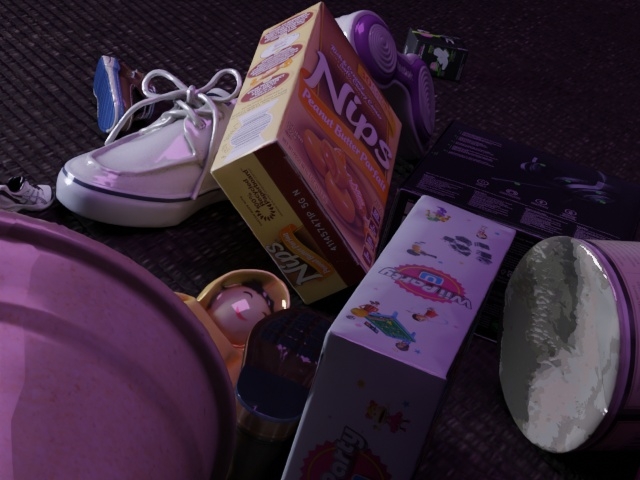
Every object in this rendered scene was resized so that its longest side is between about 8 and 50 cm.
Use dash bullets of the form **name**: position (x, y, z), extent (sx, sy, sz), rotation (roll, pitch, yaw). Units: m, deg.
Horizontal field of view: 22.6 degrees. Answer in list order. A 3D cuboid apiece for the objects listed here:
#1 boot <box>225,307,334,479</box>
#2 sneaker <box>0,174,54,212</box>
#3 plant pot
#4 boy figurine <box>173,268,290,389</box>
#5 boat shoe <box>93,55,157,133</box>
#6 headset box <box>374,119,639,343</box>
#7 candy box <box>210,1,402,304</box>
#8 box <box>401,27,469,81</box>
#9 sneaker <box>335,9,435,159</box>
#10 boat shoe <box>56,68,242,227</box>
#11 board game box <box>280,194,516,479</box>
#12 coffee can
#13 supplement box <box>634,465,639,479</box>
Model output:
- **boot**: position (-0.041, 0.136, 1.337), extent (0.082, 0.106, 0.219), rotation (24, 24, 7)
- **sneaker**: position (-0.304, -0.050, 1.651), extent (0.032, 0.037, 0.083), rotation (27, 25, 27)
- **plant pot**: position (-0.214, 0.204, 0.889), extent (0.333, 0.334, 0.305), rotation (11, 36, -11)
- **boy figurine**: position (-0.125, 0.104, 1.356), extent (0.285, 0.092, 0.177), rotation (-20, 62, -46)
- **boat shoe**: position (-0.232, -0.177, 1.925), extent (0.066, 0.066, 0.183), rotation (10, 25, -16)
- **headset box**: position (0.214, -0.006, 1.757), extent (0.246, 0.131, 0.283), rotation (20, 25, 9)
- **candy box**: position (-0.006, -0.100, 1.702), extent (0.087, 0.183, 0.316), rotation (-23, 27, 23)
- **box**: position (0.171, -0.279, 2.403), extent (0.083, 0.052, 0.062), rotation (10, 25, -15)
- **sneaker**: position (0.047, -0.190, 1.969), extent (0.152, 0.114, 0.305), rotation (-5, -25, 24)
- **boat shoe**: position (-0.131, -0.120, 1.756), extent (0.136, 0.156, 0.367), rotation (33, 29, 33)
- **board game box**: position (0.054, 0.121, 1.285), extent (0.097, 0.224, 0.303), rotation (22, 25, 8)
- **coffee can**: position (0.337, 0.100, 1.520), extent (0.275, 0.202, 0.201), rotation (3, 27, -26)
- **supplement box**: position (0.308, 0.266, 1.263), extent (0.111, 0.114, 0.220), rotation (14, 26, -2)
